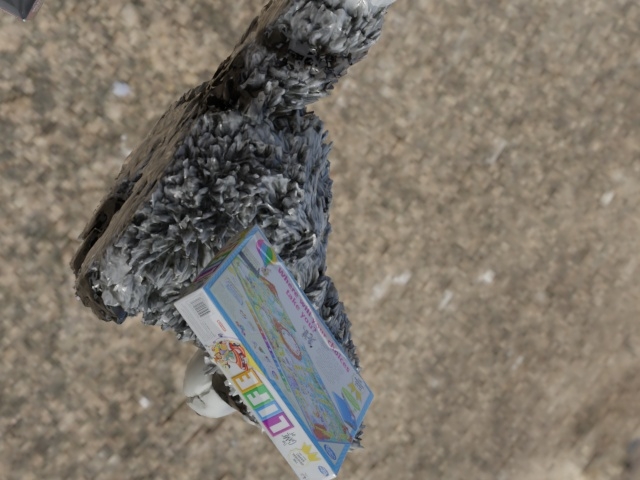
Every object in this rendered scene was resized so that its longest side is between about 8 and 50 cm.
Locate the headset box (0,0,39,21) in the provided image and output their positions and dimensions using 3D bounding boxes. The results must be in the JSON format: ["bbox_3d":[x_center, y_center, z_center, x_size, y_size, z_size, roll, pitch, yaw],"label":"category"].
[{"bbox_3d":[-0.374,-0.327,1.255,0.218,0.293,0.110,29,94,-16],"label":"headset box"}]

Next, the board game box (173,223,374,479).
[{"bbox_3d":[-0.027,0.076,0.818,0.026,0.154,0.103,-28,-168,27],"label":"board game box"}]

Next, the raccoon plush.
[{"bbox_3d":[0.000,0.000,0.999,0.446,0.299,0.216,-40,-157,39],"label":"raccoon plush"}]
